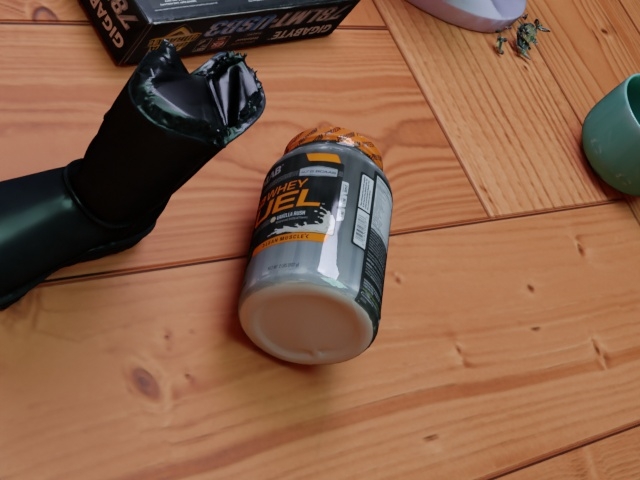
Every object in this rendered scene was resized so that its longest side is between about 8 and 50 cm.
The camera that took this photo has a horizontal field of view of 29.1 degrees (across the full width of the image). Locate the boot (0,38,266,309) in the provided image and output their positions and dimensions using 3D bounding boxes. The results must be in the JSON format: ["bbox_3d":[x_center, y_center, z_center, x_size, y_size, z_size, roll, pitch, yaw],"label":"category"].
[{"bbox_3d":[-0.172,-0.049,0.873,0.246,0.207,0.094,-21,74,-45],"label":"boot"}]

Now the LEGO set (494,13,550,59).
[{"bbox_3d":[0.239,-0.247,1.487,0.083,0.023,0.054,4,94,-32],"label":"LEGO set"}]

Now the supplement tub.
[{"bbox_3d":[0.000,0.000,1.042,0.117,0.117,0.190,28,45,-20],"label":"supplement tub"}]

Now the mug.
[{"bbox_3d":[0.380,-0.120,1.455,0.157,0.097,0.129,-20,72,-46],"label":"mug"}]

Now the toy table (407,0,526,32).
[{"bbox_3d":[0.168,-0.369,1.429,0.274,0.161,0.252,14,52,-33],"label":"toy table"}]

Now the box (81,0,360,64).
[{"bbox_3d":[-0.139,-0.323,1.209,0.295,0.073,0.293,-19,72,-45],"label":"box"}]
